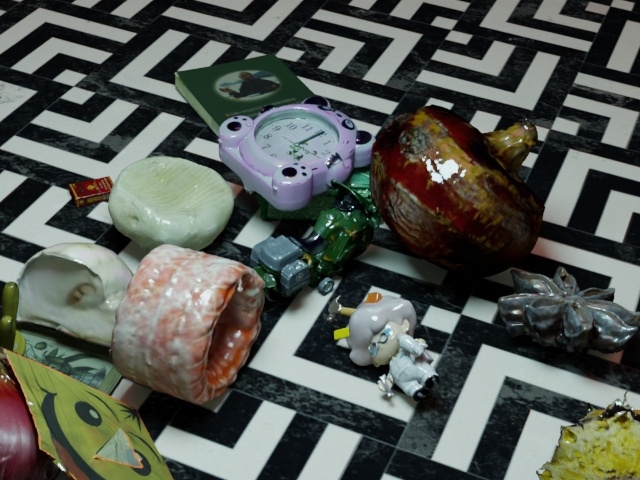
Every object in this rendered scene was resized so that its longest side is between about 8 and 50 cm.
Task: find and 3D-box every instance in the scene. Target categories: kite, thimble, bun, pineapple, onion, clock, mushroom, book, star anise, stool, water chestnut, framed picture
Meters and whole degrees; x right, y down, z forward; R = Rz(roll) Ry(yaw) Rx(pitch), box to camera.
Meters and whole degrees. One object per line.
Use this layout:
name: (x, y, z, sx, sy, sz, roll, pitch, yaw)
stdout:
kite: (-0.299, 0.276, 1.532, 0.377, 0.013, 0.327, 44, 9, 0)
thimble: (-0.199, 0.128, 1.701, 0.162, 0.239, 0.239, 17, 40, 19)
bun: (-0.273, -0.052, 1.987, 0.231, 0.133, 0.231, 10, 40, -8)
pineapple: (0.481, 0.314, 1.568, 0.263, 0.262, 0.272, 28, 24, 27)
onion: (-0.524, 0.263, 1.496, 0.348, 0.285, 0.347, 28, 2, -1)
clock: (-0.040, -0.169, 2.024, 0.248, 0.090, 0.227, -28, 53, -30)
mushroom: (-0.367, 0.059, 1.800, 0.236, 0.162, 0.173, 13, 31, 18)
book: (-0.124, -0.282, 2.366, 0.260, 0.043, 0.371, -16, 44, -26)
star anise: (0.413, 0.132, 1.845, 0.236, 0.108, 0.223, 20, 27, 19)
stool: (-0.526, 0.138, 1.729, 0.134, 0.110, 0.135, 26, 43, 27)
water chestnut: (0.254, -0.105, 1.924, 0.350, 0.302, 0.350, 41, 12, -11)
framed picture: (-0.433, 0.206, 1.748, 0.231, 0.010, 0.173, 13, 39, 11)

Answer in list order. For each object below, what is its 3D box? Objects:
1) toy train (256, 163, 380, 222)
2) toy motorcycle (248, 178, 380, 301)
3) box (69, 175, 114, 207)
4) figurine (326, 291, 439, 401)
toy train: (0.005, -0.111, 2.111, 0.270, 0.115, 0.154, 2, 47, -3)
toy motorcycle: (0.000, 0.000, 1.906, 0.275, 0.187, 0.125, -30, 50, -32)
box: (-0.438, -0.094, 2.114, 0.082, 0.023, 0.051, -14, 41, -21)
figurine: (0.112, 0.163, 1.774, 0.112, 0.137, 0.229, 12, 29, -46)
